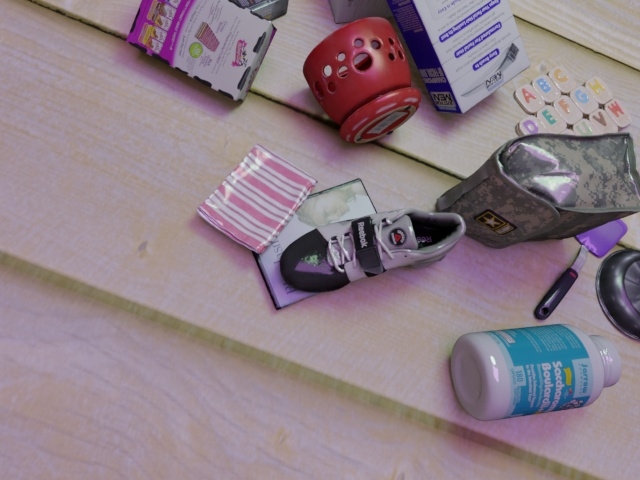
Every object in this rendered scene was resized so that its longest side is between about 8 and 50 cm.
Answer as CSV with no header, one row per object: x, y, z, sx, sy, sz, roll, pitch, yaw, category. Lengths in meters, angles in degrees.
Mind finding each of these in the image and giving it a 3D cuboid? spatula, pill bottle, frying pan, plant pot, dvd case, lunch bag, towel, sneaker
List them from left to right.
-0.111,-0.083,0.890,0.144,0.029,0.197,32,64,8,towel
0.000,0.000,0.907,0.253,0.022,0.180,-21,78,-16,dvd case
0.084,-0.293,0.930,0.191,0.191,0.174,-22,81,-17,plant pot
0.093,0.001,0.839,0.331,0.146,0.122,-14,77,-14,sneaker
0.384,-0.084,0.896,0.287,0.235,0.168,-2,76,-12,lunch bag
0.375,0.222,0.844,0.264,0.146,0.146,-4,73,-12,pill bottle
0.520,0.048,0.990,0.084,0.030,0.296,43,70,5,spatula
0.687,0.164,0.981,0.197,0.053,0.326,-19,74,-15,frying pan

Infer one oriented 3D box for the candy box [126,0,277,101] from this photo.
-0.222,-0.388,0.924,0.234,0.071,0.159,29,104,-1,candy box

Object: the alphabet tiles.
0.581,-0.267,1.108,0.284,0.021,0.277,-31,80,-18,alphabet tiles

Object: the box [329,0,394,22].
0.181,-0.634,1.068,0.346,0.168,0.214,-11,75,-14,box

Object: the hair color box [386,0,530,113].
0.258,-0.444,0.957,0.185,0.110,0.338,-36,113,-7,hair color box

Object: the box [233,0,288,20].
-0.205,-0.545,1.022,0.183,0.056,0.231,-33,82,-19,box
